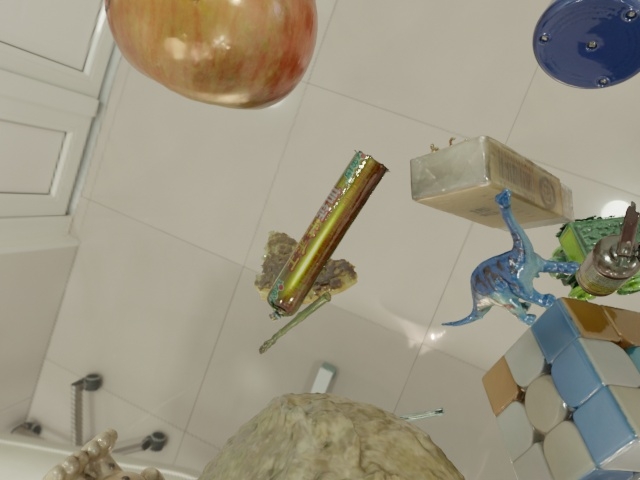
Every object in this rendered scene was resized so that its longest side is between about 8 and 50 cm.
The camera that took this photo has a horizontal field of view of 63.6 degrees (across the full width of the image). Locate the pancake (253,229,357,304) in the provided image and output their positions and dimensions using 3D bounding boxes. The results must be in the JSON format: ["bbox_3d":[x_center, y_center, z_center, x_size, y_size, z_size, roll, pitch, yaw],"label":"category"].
[{"bbox_3d":[-0.060,0.065,1.367,0.266,0.057,0.244,-17,54,-19],"label":"pancake"}]

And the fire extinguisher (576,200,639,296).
[{"bbox_3d":[0.474,0.019,0.848,0.075,0.252,0.106,-14,69,14],"label":"fire extinguisher"}]

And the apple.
[{"bbox_3d":[-0.101,-0.221,0.505,0.209,0.209,0.164,23,107,12],"label":"apple"}]

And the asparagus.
[{"bbox_3d":[-0.063,0.190,1.169,0.248,0.025,0.024,-42,71,28],"label":"asparagus"}]

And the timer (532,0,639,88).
[{"bbox_3d":[0.705,-0.598,1.278,0.270,0.270,0.383,22,63,12],"label":"timer"}]

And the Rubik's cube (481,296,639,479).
[{"bbox_3d":[0.631,0.378,1.146,0.346,0.344,0.347,11,129,-14],"label":"Rubik's cube"}]

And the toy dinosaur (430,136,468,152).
[{"bbox_3d":[0.324,-0.166,1.254,0.057,0.142,0.212,-10,68,-16],"label":"toy dinosaur"}]

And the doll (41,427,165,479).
[{"bbox_3d":[-0.183,0.335,0.554,0.278,0.154,0.119,43,117,0],"label":"doll"}]

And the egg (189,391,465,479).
[{"bbox_3d":[0.012,0.261,0.422,0.279,0.310,0.279,-1,92,-29],"label":"egg"}]

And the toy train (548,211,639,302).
[{"bbox_3d":[0.679,0.038,1.211,0.271,0.188,0.159,-6,58,-4],"label":"toy train"}]

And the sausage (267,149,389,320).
[{"bbox_3d":[0.000,0.000,1.002,0.082,0.082,0.371,34,96,10],"label":"sausage"}]

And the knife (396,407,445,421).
[{"bbox_3d":[0.276,0.504,1.479,0.162,0.044,0.023,-16,68,15],"label":"knife"}]

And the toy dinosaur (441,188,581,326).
[{"bbox_3d":[0.288,0.068,0.779,0.144,0.076,0.329,23,142,15],"label":"toy dinosaur"}]

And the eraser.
[{"bbox_3d":[0.310,-0.083,0.901,0.144,0.343,0.078,-12,72,45],"label":"eraser"}]
